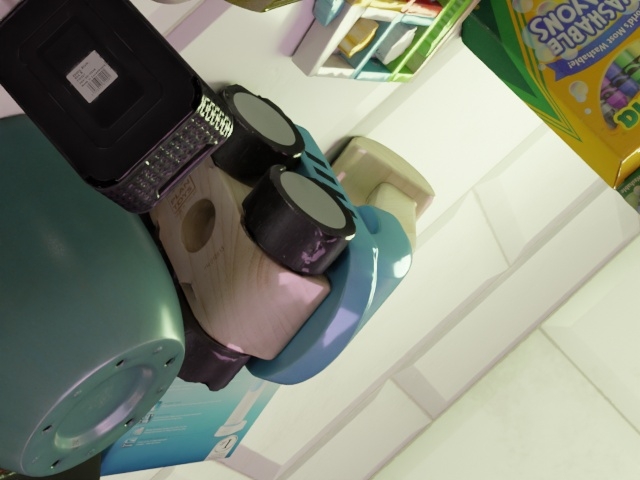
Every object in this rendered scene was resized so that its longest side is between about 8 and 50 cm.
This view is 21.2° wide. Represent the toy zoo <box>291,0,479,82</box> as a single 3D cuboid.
[{"bbox_3d":[0.082,-0.253,1.848,0.192,0.030,0.293,-50,160,21],"label":"toy zoo"}]

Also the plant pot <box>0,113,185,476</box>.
[{"bbox_3d":[-0.264,0.070,1.558,0.293,0.235,0.293,-36,159,-16],"label":"plant pot"}]

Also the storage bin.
[{"bbox_3d":[-0.174,-0.126,1.400,0.122,0.180,0.084,-43,160,2],"label":"storage bin"}]

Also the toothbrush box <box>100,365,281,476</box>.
[{"bbox_3d":[-0.149,0.132,2.017,0.216,0.126,0.295,-3,139,-42],"label":"toothbrush box"}]

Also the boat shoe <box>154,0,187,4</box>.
[{"bbox_3d":[-0.032,-0.318,1.375,0.324,0.116,0.097,-36,164,0],"label":"boat shoe"}]

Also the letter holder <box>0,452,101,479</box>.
[{"bbox_3d":[-0.424,0.294,1.894,0.302,0.214,0.152,-15,115,-51],"label":"letter holder"}]

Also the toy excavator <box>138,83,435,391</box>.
[{"bbox_3d":[0.000,0.000,1.883,0.445,0.433,0.222,23,116,-38],"label":"toy excavator"}]

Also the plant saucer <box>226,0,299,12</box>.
[{"bbox_3d":[0.016,-0.261,1.541,0.188,0.045,0.188,-22,179,-30],"label":"plant saucer"}]

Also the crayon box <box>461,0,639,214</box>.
[{"bbox_3d":[0.347,-0.207,2.013,0.203,0.323,0.083,-38,160,-14],"label":"crayon box"}]
